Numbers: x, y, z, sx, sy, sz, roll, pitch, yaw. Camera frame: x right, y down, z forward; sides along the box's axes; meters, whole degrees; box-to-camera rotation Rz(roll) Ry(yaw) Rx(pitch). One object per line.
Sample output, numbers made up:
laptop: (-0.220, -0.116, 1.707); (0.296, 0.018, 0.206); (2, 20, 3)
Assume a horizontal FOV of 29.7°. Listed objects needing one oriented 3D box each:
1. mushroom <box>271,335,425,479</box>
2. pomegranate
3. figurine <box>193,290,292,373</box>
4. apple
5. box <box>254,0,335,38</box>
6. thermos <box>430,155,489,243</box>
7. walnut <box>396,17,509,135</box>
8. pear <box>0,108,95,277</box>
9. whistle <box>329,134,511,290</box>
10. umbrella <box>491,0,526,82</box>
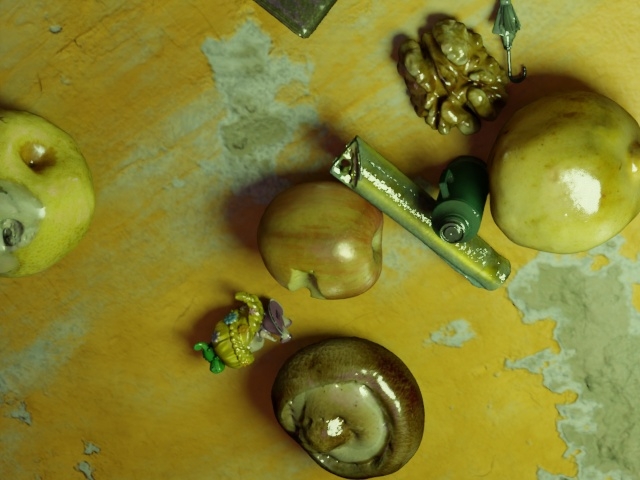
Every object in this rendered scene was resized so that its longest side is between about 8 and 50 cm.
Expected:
mushroom: (0.046, 0.265, 1.929); (0.253, 0.153, 0.253); (7, 119, 13)
pomegranate: (0.335, -0.094, 1.652); (0.233, 0.233, 0.233); (6, 116, 11)
figurine: (-0.138, 0.145, 1.949); (0.156, 0.094, 0.115); (-28, 117, 20)
apple: (0.000, 0.000, 1.803); (0.199, 0.199, 0.199); (6, 116, 11)
box: (-0.021, -0.401, 1.554); (0.184, 0.273, 0.143); (37, 119, -6)
thermos: (0.200, -0.055, 1.715); (0.073, 0.187, 0.083); (13, 119, 7)
walnut: (0.184, -0.222, 1.708); (0.143, 0.069, 0.170); (-31, 107, 23)
pear: (-0.482, -0.066, 1.867); (0.271, 0.271, 0.271); (6, 116, 11)
whistle: (0.149, -0.034, 1.772); (0.326, 0.057, 0.068); (37, 96, -22)
umbrella: (0.248, -0.341, 1.651); (0.044, 0.044, 0.268); (-16, 112, -9)
